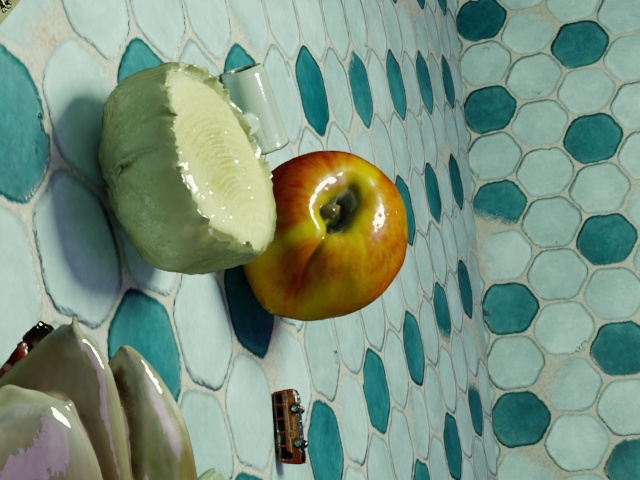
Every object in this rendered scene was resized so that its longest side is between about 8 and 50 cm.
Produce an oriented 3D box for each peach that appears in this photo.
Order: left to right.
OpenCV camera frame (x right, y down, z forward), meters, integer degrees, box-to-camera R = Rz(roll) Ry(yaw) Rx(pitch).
[{"bbox_3d":[0.000,0.000,1.630,0.238,0.281,0.281,35,23,2],"label":"peach"}]

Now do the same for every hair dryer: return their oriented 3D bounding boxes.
[{"bbox_3d":[-0.130,-0.162,1.607,0.236,0.073,0.131,-46,124,-57],"label":"hair dryer"}]

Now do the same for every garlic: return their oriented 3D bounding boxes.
[{"bbox_3d":[-0.209,0.234,0.869,0.279,0.132,0.325,-33,108,-53],"label":"garlic"}]

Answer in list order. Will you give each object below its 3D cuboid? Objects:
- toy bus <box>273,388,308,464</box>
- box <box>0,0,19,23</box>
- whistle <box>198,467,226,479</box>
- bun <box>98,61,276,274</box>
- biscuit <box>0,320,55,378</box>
[{"bbox_3d":[-0.045,0.273,1.652,0.031,0.043,0.110,41,41,-68],"label":"toy bus"},{"bbox_3d":[-0.315,-0.206,1.003,0.079,0.083,0.035,-77,152,-52],"label":"box"},{"bbox_3d":[-0.101,0.388,1.336,0.102,0.105,0.253,-96,172,-76],"label":"whistle"},{"bbox_3d":[-0.164,-0.075,1.290,0.259,0.152,0.259,51,26,-37],"label":"bun"},{"bbox_3d":[-0.264,0.197,0.971,0.235,0.063,0.151,-54,131,-43],"label":"biscuit"}]
